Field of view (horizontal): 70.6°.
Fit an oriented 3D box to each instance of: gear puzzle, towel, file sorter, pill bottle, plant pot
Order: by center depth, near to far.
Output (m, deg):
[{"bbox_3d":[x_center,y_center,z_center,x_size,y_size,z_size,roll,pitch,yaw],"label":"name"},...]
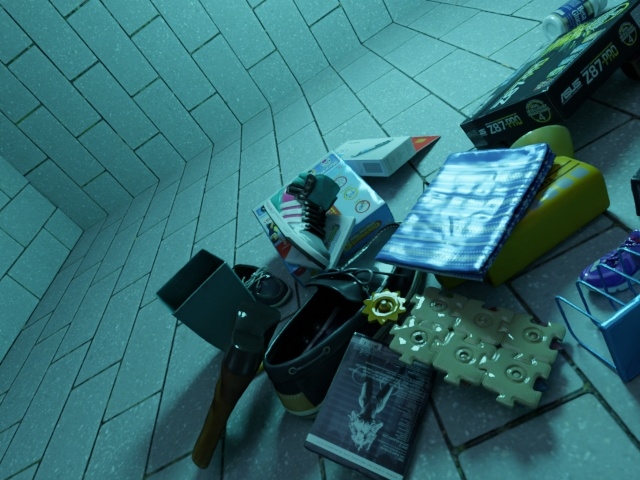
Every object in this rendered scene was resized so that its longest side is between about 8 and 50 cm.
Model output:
[{"bbox_3d":[0.445,0.087,0.643,0.170,0.118,0.104,-37,26,-1],"label":"file sorter"},{"bbox_3d":[0.214,0.165,0.771,0.338,0.044,0.175,16,48,35],"label":"gear puzzle"},{"bbox_3d":[0.280,-0.071,0.886,0.243,0.040,0.336,8,51,50],"label":"towel"},{"bbox_3d":[0.479,-0.162,0.960,0.134,0.134,0.095,-23,58,22],"label":"plant pot"},{"bbox_3d":[-0.252,0.170,1.128,0.165,0.234,0.165,-47,31,-17],"label":"plant pot"},{"bbox_3d":[0.785,-0.695,1.394,0.169,0.094,0.094,-35,30,4],"label":"pill bottle"}]

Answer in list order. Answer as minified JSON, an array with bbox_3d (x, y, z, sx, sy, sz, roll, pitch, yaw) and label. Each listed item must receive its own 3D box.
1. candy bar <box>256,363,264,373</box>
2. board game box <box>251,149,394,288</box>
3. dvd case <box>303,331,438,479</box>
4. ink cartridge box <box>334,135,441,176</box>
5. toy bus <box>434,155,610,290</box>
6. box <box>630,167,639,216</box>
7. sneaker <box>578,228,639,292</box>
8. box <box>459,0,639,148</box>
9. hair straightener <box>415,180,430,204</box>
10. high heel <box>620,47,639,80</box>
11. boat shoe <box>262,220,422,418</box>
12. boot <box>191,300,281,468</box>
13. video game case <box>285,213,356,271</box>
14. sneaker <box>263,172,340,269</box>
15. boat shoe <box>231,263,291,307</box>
[{"bbox_3d":[-0.130,0.283,1.062,0.161,0.018,0.040,-34,30,4],"label":"candy bar"},{"bbox_3d":[-0.003,-0.071,1.272,0.308,0.086,0.302,-36,47,1],"label":"board game box"},{"bbox_3d":[0.092,0.278,0.767,0.164,0.018,0.221,15,55,22],"label":"dvd case"},{"bbox_3d":[0.186,-0.294,1.442,0.261,0.066,0.296,-39,28,-25],"label":"ink cartridge box"},{"bbox_3d":[0.370,-0.021,0.879,0.332,0.108,0.130,-36,32,1],"label":"toy bus"},{"bbox_3d":[0.634,-0.106,0.737,0.156,0.093,0.158,-44,32,-13],"label":"box"},{"bbox_3d":[0.494,0.020,0.727,0.169,0.071,0.068,-33,30,8],"label":"sneaker"},{"bbox_3d":[0.585,-0.410,1.127,0.395,0.097,0.318,-43,10,-11],"label":"box"},{"bbox_3d":[0.273,-0.086,1.126,0.088,0.047,0.231,-28,31,15],"label":"hair straightener"},{"bbox_3d":[0.796,-0.393,0.921,0.181,0.127,0.377,-38,25,19],"label":"high heel"},{"bbox_3d":[0.061,0.123,0.954,0.186,0.156,0.500,5,48,51],"label":"boat shoe"},{"bbox_3d":[-0.174,0.290,0.962,0.264,0.096,0.281,-100,30,-71],"label":"boot"},{"bbox_3d":[0.000,0.000,1.144,0.143,0.019,0.157,9,62,34],"label":"video game case"},{"bbox_3d":[-0.014,-0.069,1.115,0.178,0.123,0.295,-46,45,5],"label":"sneaker"},{"bbox_3d":[-0.174,0.116,1.278,0.095,0.079,0.254,-46,31,-16],"label":"boat shoe"}]
